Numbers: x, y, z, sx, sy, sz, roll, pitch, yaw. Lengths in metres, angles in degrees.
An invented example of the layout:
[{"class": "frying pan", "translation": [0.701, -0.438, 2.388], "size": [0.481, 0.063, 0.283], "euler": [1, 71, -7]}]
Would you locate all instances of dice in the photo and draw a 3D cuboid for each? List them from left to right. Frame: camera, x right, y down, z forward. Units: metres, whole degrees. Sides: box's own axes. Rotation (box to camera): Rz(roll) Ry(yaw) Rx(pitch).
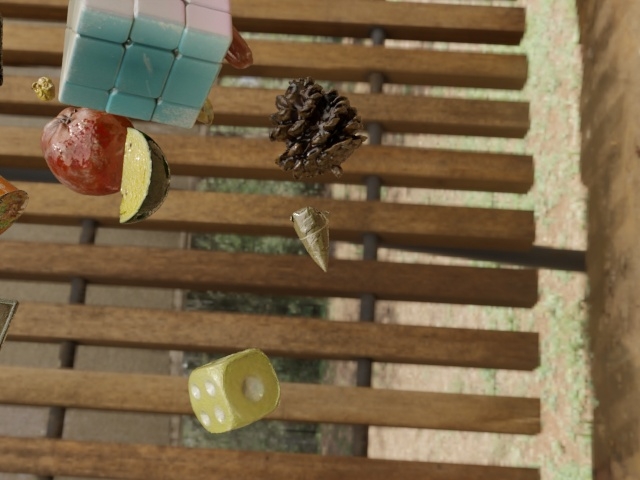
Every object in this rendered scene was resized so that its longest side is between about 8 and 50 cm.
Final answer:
[{"class": "dice", "translation": [-0.214, 0.371, 1.987], "size": [0.169, 0.169, 0.166], "euler": [-22, 86, 49]}]

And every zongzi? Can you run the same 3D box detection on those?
[{"class": "zongzi", "translation": [0.000, 0.000, 2.106], "size": [0.178, 0.081, 0.189], "euler": [67, -168, 5]}]

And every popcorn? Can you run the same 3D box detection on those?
[{"class": "popcorn", "translation": [-0.914, -0.510, 2.679], "size": [0.084, 0.084, 0.084], "euler": [3, -90, -89]}]

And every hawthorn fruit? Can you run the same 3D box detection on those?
[{"class": "hawthorn fruit", "translation": [-0.648, -0.263, 2.273], "size": [0.284, 0.284, 0.285], "euler": [3, -90, -89]}]

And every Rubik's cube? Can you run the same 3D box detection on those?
[{"class": "Rubik's cube", "translation": [-0.392, -0.486, 1.783], "size": [0.322, 0.315, 0.319], "euler": [130, 141, -50]}]

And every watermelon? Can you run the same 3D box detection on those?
[{"class": "watermelon", "translation": [-0.327, -0.119, 1.479], "size": [0.075, 0.091, 0.182], "euler": [130, 146, -86]}]

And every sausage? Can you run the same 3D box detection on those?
[{"class": "sausage", "translation": [-0.247, -0.524, 2.061], "size": [0.194, 0.077, 0.077], "euler": [50, -168, -12]}]

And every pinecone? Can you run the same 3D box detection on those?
[{"class": "pinecone", "translation": [-0.018, -0.269, 1.984], "size": [0.257, 0.243, 0.244], "euler": [52, 156, 32]}]

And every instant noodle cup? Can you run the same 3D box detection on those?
[{"class": "instant noodle cup", "translation": [-1.010, -0.121, 2.355], "size": [0.230, 0.182, 0.230], "euler": [-46, -7, -7]}]

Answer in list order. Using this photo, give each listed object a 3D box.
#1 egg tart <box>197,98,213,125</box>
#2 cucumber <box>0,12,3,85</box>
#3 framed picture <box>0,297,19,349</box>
[{"class": "egg tart", "translation": [-0.447, -0.432, 2.337], "size": [0.120, 0.315, 0.315], "euler": [-50, -11, -13]}, {"class": "cucumber", "translation": [-0.797, -0.474, 1.946], "size": [0.058, 0.052, 0.215], "euler": [57, 143, 34]}, {"class": "framed picture", "translation": [-0.868, 0.239, 1.909], "size": [0.289, 0.213, 0.016], "euler": [-88, 9, -46]}]
